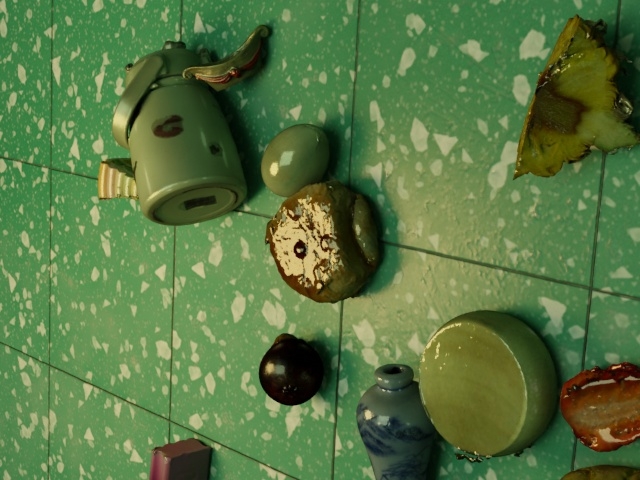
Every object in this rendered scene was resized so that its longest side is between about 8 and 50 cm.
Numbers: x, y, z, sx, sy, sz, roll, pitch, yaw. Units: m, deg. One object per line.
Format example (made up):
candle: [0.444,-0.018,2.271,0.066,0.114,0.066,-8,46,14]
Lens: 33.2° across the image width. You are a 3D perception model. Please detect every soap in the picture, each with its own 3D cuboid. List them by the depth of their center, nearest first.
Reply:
soap: [-0.300,0.525,2.261,0.065,0.122,0.203,22,111,42]

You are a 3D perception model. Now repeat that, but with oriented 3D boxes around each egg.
egg: [-0.043,-0.143,1.918,0.152,0.114,0.114,-49,61,36]

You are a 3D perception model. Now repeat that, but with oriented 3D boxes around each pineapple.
pineapple: [0.378,-0.205,1.512,0.164,0.140,0.250,10,126,3]

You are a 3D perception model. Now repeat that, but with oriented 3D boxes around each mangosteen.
mangosteen: [-0.054,0.232,1.988,0.140,0.140,0.140,7,100,45]

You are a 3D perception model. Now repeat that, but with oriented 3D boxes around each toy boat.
toy boat: [-0.168,-0.335,2.029,0.185,0.089,0.071,-28,110,5]

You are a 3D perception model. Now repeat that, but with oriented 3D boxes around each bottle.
bottle: [-0.290,-0.222,2.092,0.229,0.229,0.352,-34,66,42]

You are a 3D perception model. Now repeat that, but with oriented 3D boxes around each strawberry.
strawberry: [0.432,0.230,1.521,0.188,0.082,0.121,-16,104,36]

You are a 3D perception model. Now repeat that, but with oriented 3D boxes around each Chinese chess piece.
Chinese chess piece: [0.259,0.226,1.676,0.238,0.092,0.238,6,99,44]

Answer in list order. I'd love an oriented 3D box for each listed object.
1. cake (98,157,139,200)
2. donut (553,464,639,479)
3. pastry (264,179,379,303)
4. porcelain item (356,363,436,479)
cake: [-0.375,-0.129,2.260,0.225,0.109,0.090,4,98,46]
donut: [0.413,0.390,1.462,0.261,0.208,0.128,-4,93,50]
pastry: [0.000,0.000,1.904,0.229,0.100,0.218,12,103,43]
porcelain item: [0.132,0.336,1.796,0.141,0.141,0.259,10,113,44]
